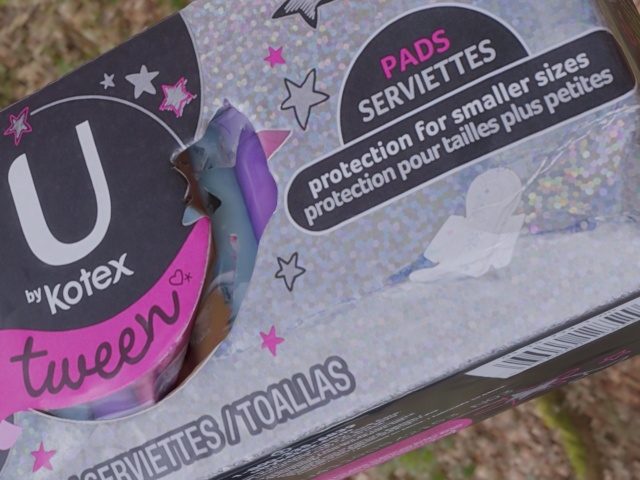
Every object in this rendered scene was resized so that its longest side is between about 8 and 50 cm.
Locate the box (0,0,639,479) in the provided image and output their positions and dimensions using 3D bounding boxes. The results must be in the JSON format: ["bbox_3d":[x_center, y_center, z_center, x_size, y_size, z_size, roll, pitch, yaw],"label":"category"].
[{"bbox_3d":[0.000,0.000,0.463,0.163,0.247,0.142,16,-130,-66],"label":"box"}]
